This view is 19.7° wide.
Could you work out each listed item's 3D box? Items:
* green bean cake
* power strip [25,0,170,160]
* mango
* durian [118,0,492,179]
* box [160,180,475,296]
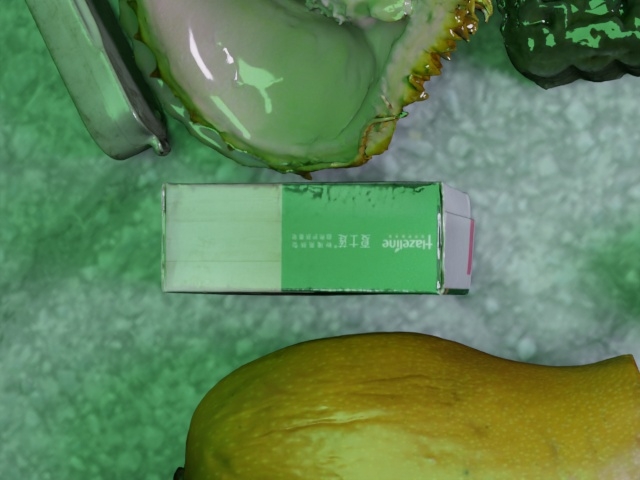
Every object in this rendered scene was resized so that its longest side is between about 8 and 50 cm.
[{"bbox_3d":[0.210,-0.204,1.268,0.185,0.094,0.183,-5,87,17],"label":"green bean cake"},{"bbox_3d":[-0.188,-0.183,1.355,0.048,0.080,0.286,-29,84,15],"label":"power strip"},{"bbox_3d":[0.078,0.158,1.249,0.359,0.144,0.187,5,94,10],"label":"mango"},{"bbox_3d":[-0.026,-0.140,1.287,0.305,0.185,0.195,14,108,20],"label":"durian"},{"bbox_3d":[0.000,0.000,1.276,0.199,0.135,0.081,2,88,13],"label":"box"}]
